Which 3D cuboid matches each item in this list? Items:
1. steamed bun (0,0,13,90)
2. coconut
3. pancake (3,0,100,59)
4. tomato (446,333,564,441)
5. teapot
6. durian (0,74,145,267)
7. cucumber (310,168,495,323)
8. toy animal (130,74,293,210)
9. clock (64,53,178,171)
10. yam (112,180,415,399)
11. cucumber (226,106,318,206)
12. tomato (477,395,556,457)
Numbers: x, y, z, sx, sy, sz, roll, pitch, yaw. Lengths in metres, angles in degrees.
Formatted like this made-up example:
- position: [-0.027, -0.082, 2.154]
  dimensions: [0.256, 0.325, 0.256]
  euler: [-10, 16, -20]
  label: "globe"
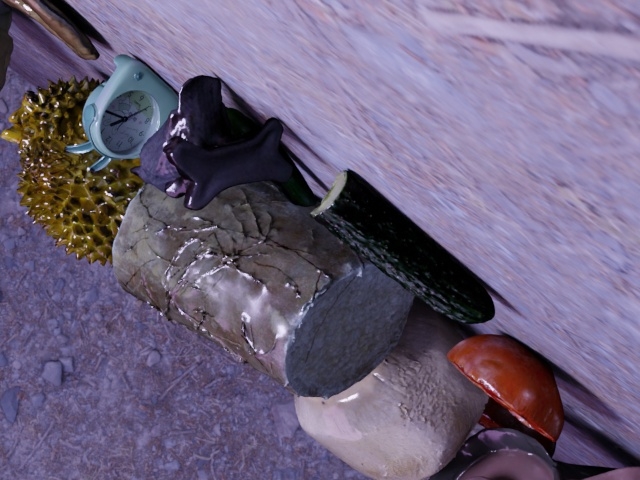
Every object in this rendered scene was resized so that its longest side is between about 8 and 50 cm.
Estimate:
- position: [-0.568, -0.325, 1.736]
  dimensions: [0.268, 0.207, 0.280]
  euler: [41, -159, -41]
  label: "steamed bun"
- position: [0.103, 0.199, 1.577]
  dimensions: [0.247, 0.245, 0.245]
  euler: [40, 175, -37]
  label: "coconut"
- position: [-0.368, -0.302, 1.388]
  dimensions: [0.250, 0.031, 0.250]
  euler: [38, 175, 4]
  label: "pancake"
- position: [0.222, 0.156, 1.314]
  dimensions: [0.155, 0.069, 0.155]
  euler: [39, 178, 1]
  label: "tomato"
- position: [0.343, 0.409, 1.569]
  dimensions: [0.376, 0.305, 0.362]
  euler: [-27, 135, 37]
  label: "teapot"
- position: [-0.330, -0.111, 1.760]
  dimensions: [0.293, 0.258, 0.258]
  euler: [55, 174, -3]
  label: "durian"
- position: [0.083, 0.014, 1.084]
  dimensions: [0.215, 0.052, 0.058]
  euler: [37, 147, -22]
  label: "cucumber"
- position: [-0.135, -0.095, 1.110]
  dimensions: [0.210, 0.121, 0.117]
  euler: [8, 120, 55]
  label: "toy animal"
- position: [-0.233, -0.140, 1.351]
  dimensions: [0.041, 0.135, 0.101]
  euler: [33, 173, 41]
  label: "clock"
- position: [-0.076, 0.035, 1.402]
  dimensions: [0.348, 0.241, 0.241]
  euler: [29, 172, 34]
  label: "yam"
- position: [-0.048, -0.081, 1.190]
  dimensions: [0.036, 0.033, 0.184]
  euler: [6, 152, 35]
  label: "cucumber"
- position: [0.286, 0.261, 1.779]
  dimensions: [0.166, 0.082, 0.174]
  euler: [33, 171, -8]
  label: "tomato"
